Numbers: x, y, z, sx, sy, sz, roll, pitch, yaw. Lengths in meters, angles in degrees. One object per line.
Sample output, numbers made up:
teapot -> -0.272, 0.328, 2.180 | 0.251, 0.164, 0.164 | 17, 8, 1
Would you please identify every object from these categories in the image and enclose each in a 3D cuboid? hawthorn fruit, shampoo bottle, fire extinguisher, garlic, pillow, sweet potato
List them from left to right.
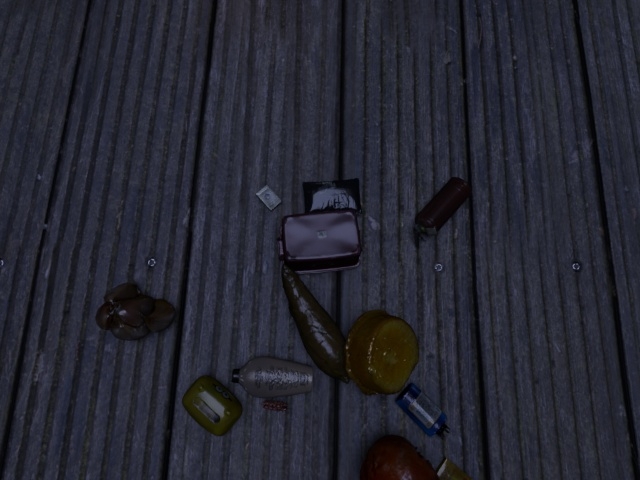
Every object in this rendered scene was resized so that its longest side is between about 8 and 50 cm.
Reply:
garlic -> -0.590, 0.241, 1.318 | 0.214, 0.191, 0.160 | 35, 103, -5
shampoo bottle -> -0.154, 0.435, 1.321 | 0.256, 0.078, 0.127 | 4, 81, -3
sweet potato -> -0.021, 0.264, 1.336 | 0.130, 0.130, 0.423 | -28, 86, -8
pillow -> 0.041, -0.153, 1.481 | 0.208, 0.055, 0.142 | -3, 77, -5
hawthorn fruit -> 0.205, 0.716, 1.200 | 0.242, 0.242, 0.272 | 44, 82, 8
shampoo bottle -> 0.333, 0.550, 1.327 | 0.183, 0.050, 0.087 | 44, 76, 8
fire extinguisher -> 0.415, -0.096, 1.466 | 0.104, 0.105, 0.269 | 42, 78, 8

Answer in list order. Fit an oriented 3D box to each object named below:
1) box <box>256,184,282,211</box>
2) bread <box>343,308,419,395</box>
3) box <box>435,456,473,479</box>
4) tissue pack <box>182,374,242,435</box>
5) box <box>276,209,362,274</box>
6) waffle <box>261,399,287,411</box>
box -> -0.184, -0.151, 1.489 | 0.054, 0.024, 0.083 | -42, 82, -9
bread -> 0.186, 0.344, 1.286 | 0.268, 0.145, 0.269 | 6, 79, -35
box -> 0.429, 0.763, 1.294 | 0.156, 0.022, 0.089 | 36, 79, 6
tissue pack -> -0.332, 0.505, 1.275 | 0.178, 0.127, 0.123 | 40, 81, 8
box -> 0.000, 0.000, 1.388 | 0.293, 0.167, 0.194 | -6, 75, -4
waffle -> -0.144, 0.518, 1.304 | 0.083, 0.075, 0.029 | 2, 70, 12
